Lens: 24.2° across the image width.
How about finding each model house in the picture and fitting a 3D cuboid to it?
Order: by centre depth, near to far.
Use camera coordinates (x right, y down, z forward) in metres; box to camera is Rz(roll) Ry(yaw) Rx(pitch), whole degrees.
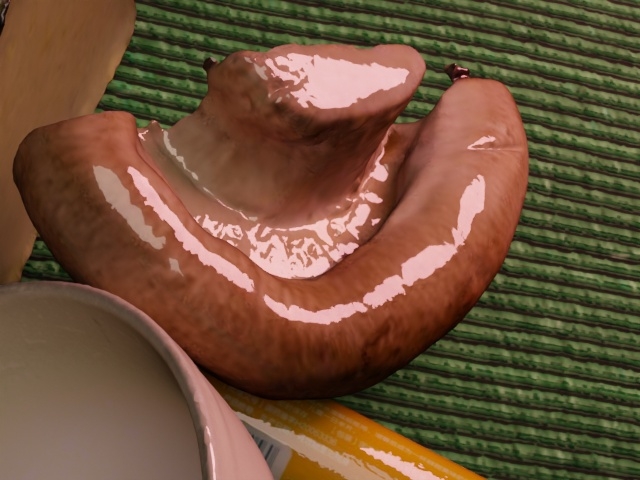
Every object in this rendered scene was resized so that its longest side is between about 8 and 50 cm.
[{"bbox_3d":[-0.217,-0.106,0.750,0.189,0.195,0.214,17,66,8],"label":"model house"}]

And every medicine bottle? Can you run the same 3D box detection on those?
[{"bbox_3d":[0.028,0.125,0.752,0.218,0.074,0.074,27,69,5],"label":"medicine bottle"}]

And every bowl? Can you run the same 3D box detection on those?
[{"bbox_3d":[-0.119,0.169,0.652,0.277,0.145,0.277,-20,51,26],"label":"bowl"}]

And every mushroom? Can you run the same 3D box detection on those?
[{"bbox_3d":[0.000,0.000,0.734,0.285,0.156,0.151,-8,63,-32],"label":"mushroom"}]
